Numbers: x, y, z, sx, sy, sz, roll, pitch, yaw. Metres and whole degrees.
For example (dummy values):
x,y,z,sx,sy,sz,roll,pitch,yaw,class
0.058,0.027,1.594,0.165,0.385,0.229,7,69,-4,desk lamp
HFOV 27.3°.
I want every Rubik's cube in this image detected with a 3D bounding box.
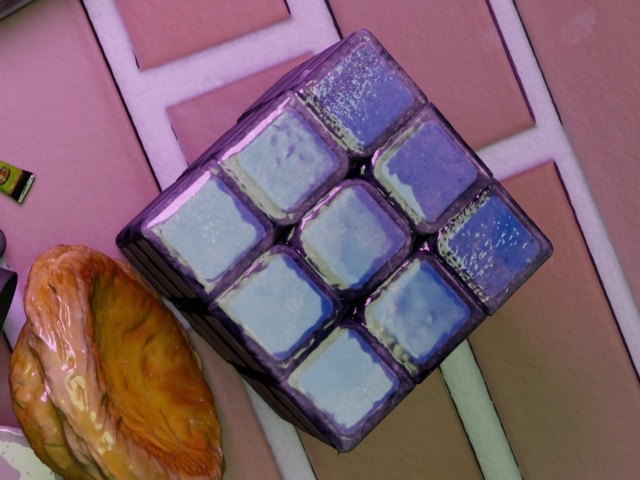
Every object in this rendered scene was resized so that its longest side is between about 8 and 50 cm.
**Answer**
x,y,z,sx,sy,sz,roll,pitch,yaw,class
0.000,0.000,1.372,0.305,0.304,0.301,-43,98,-13,Rubik's cube

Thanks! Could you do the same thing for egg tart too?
x,y,z,sx,sy,sz,roll,pitch,yaw,class
-0.220,0.152,1.344,0.128,0.319,0.319,-27,95,15,egg tart

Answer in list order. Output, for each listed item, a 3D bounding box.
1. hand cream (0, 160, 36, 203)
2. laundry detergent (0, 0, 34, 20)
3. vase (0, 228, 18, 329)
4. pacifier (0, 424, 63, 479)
x,y,z,sx,sy,sz,roll,pitch,yaw,class
-0.371,-0.083,1.426,0.122,0.023,0.036,28,82,-16,hand cream
-0.419,-0.422,1.372,0.264,0.125,0.398,-35,95,-11,laundry detergent
-0.455,0.043,1.344,0.301,0.156,0.251,24,52,-3,vase
-0.315,0.346,1.334,0.332,0.273,0.220,53,50,-8,pacifier
